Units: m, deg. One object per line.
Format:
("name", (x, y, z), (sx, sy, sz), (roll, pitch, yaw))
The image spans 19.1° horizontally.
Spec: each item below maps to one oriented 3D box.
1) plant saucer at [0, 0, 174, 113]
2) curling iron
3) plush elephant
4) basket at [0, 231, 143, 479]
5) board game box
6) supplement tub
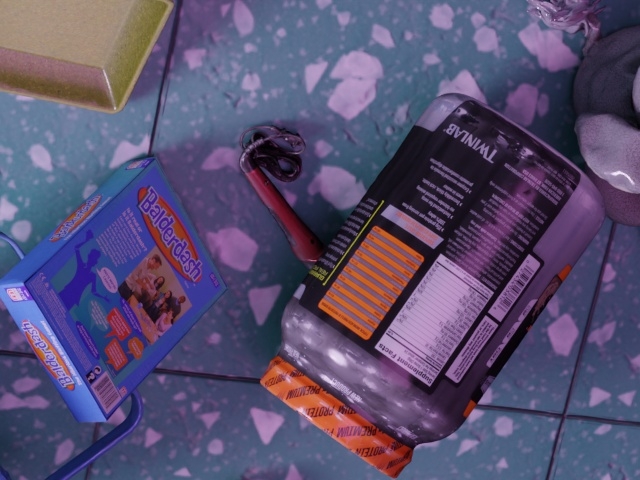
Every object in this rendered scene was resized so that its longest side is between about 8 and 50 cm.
("plant saucer", (-0.246, -0.198, 1.717), (0.188, 0.045, 0.188), (11, 147, -18))
("curling iron", (0.000, 0.000, 1.893), (0.068, 0.035, 0.274), (-31, 112, -3))
("plush elephant", (0.364, -0.127, 1.828), (0.330, 0.255, 0.272), (38, 95, -22))
("basket", (-0.336, 0.165, 1.772), (0.289, 0.201, 0.255), (-44, 114, -13))
("board game box", (-0.192, 0.045, 1.787), (0.210, 0.047, 0.160), (-47, 119, -40))
("supplement tub", (0.103, 0.045, 1.821), (0.207, 0.207, 0.338), (37, 87, -22))
